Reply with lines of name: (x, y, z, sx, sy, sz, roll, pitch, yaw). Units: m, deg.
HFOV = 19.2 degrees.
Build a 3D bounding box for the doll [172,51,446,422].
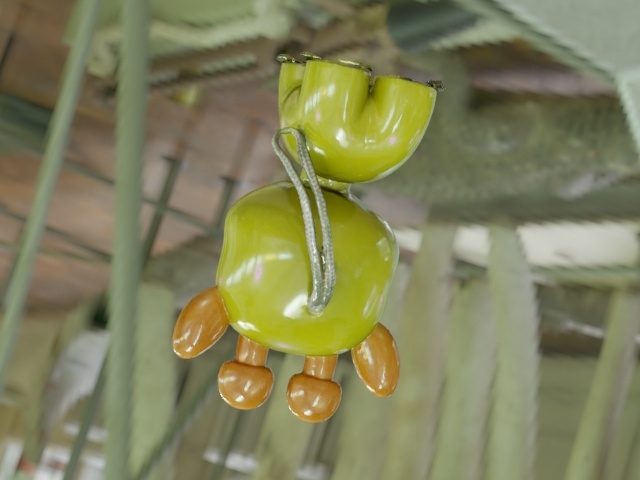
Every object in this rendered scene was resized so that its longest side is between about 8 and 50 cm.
doll: (0.000, 0.000, 1.132, 0.143, 0.221, 0.135, 14, -176, -17)
